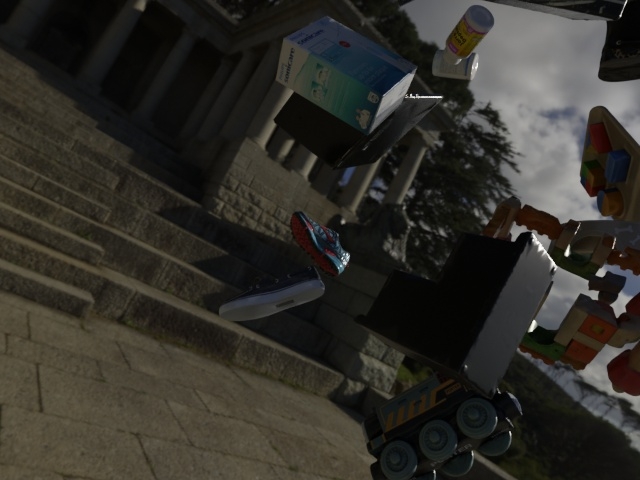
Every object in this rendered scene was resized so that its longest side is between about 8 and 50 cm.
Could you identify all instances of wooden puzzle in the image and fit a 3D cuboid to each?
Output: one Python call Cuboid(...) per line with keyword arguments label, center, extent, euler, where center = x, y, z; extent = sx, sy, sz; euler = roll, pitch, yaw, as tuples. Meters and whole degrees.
Cuboid(label="wooden puzzle", center=(0.955, -0.226, 1.564), extent=(0.080, 0.348, 0.322), euler=(-13, -48, 6))

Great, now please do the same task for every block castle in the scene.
Cuboid(label="block castle", center=(0.543, 0.118, 1.068), extent=(0.452, 0.303, 0.213), euler=(27, -44, 23))

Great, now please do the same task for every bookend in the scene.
Cuboid(label="bookend", center=(0.143, 0.062, 0.522), extent=(0.072, 0.156, 0.157), euler=(40, -14, -34))

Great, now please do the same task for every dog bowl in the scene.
Cuboid(label="dog bowl", center=(0.866, 0.019, 1.404), extent=(0.348, 0.102, 0.349), euler=(8, -6, 1))

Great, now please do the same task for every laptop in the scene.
Cuboid(label="laptop", center=(0.131, -0.450, 1.619), extent=(0.407, 0.382, 0.237), euler=(-18, 73, -46))

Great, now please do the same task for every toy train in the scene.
Cuboid(label="toy train", center=(0.237, 0.377, 0.975), extent=(0.142, 0.333, 0.190), euler=(48, 14, -36))

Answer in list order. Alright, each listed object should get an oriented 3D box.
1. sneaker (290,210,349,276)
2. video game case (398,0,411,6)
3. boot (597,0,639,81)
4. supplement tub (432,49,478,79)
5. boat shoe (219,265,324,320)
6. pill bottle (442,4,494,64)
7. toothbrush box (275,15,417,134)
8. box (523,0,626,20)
Cuboid(label="sneaker", center=(0.000, 0.000, 1.634), extent=(0.262, 0.125, 0.104), euler=(53, -40, 0))
Cuboid(label="video game case", center=(0.376, -0.983, 1.662), extent=(0.026, 0.274, 0.196), euler=(-88, 155, -75))
Cuboid(label="boot", center=(1.088, -0.668, 1.481), extent=(0.376, 0.285, 0.138), euler=(-1, -10, 33))
Cuboid(label="supplement tub", center=(0.363, -0.473, 1.267), extent=(0.107, 0.071, 0.071), euler=(17, -10, 24))
Cuboid(label="boat shoe", center=(-0.107, 0.107, 1.006), extent=(0.080, 0.228, 0.076), euler=(73, 0, -59))
Cuboid(label="pill bottle", center=(0.210, -0.294, 0.683), extent=(0.043, 0.044, 0.083), euler=(28, -24, -5))
Cuboid(label="toothbrush box", center=(0.067, -0.436, 1.227), extent=(0.295, 0.216, 0.126), euler=(34, -41, 12))
Cuboid(label="box", center=(0.623, -0.900, 1.282), extent=(0.470, 0.481, 0.297), euler=(8, 26, -7))
